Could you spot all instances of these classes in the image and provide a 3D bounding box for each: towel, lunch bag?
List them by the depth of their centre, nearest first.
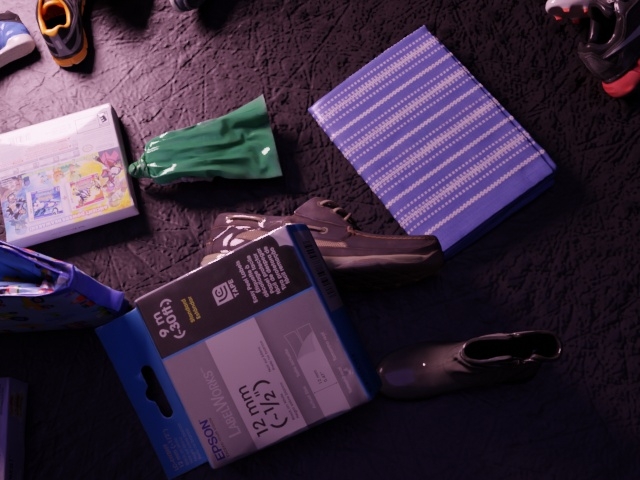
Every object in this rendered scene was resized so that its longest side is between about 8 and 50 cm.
[{"bbox_3d":[-0.423,0.071,1.210,0.293,0.221,0.138,8,73,8],"label":"lunch bag"},{"bbox_3d":[0.172,-0.152,1.331,0.243,0.040,0.336,-36,72,-4],"label":"towel"}]

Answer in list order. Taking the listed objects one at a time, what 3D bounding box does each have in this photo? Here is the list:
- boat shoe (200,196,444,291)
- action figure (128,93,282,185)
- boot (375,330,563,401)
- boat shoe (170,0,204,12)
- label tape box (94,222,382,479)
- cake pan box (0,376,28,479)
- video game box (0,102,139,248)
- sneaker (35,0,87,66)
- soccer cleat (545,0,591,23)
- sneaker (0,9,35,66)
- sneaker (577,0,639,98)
[{"bbox_3d":[0.000,0.000,1.243,0.356,0.132,0.130,-1,73,4],"label":"boat shoe"},{"bbox_3d":[-0.186,-0.136,1.337,0.232,0.063,0.137,-13,74,-3],"label":"action figure"},{"bbox_3d":[0.192,0.158,1.160,0.247,0.161,0.083,-8,72,2],"label":"boot"},{"bbox_3d":[-0.166,-0.483,1.432,0.079,0.095,0.254,19,66,22],"label":"boat shoe"},{"bbox_3d":[-0.128,0.161,1.147,0.348,0.115,0.249,-26,87,10],"label":"label tape box"},{"bbox_3d":[-0.554,0.336,1.221,0.246,0.070,0.266,-4,73,6],"label":"cake pan box"},{"bbox_3d":[-0.405,-0.102,1.355,0.205,0.048,0.187,-16,70,0],"label":"video game box"},{"bbox_3d":[-0.442,-0.400,1.433,0.084,0.083,0.214,-20,71,1],"label":"sneaker"},{"bbox_3d":[0.450,-0.393,1.358,0.196,0.068,0.076,-6,85,-5],"label":"soccer cleat"},{"bbox_3d":[-0.565,-0.331,1.433,0.152,0.058,0.084,-28,78,-8],"label":"sneaker"},{"bbox_3d":[0.484,-0.357,1.282,0.135,0.097,0.276,29,97,-16],"label":"sneaker"}]
